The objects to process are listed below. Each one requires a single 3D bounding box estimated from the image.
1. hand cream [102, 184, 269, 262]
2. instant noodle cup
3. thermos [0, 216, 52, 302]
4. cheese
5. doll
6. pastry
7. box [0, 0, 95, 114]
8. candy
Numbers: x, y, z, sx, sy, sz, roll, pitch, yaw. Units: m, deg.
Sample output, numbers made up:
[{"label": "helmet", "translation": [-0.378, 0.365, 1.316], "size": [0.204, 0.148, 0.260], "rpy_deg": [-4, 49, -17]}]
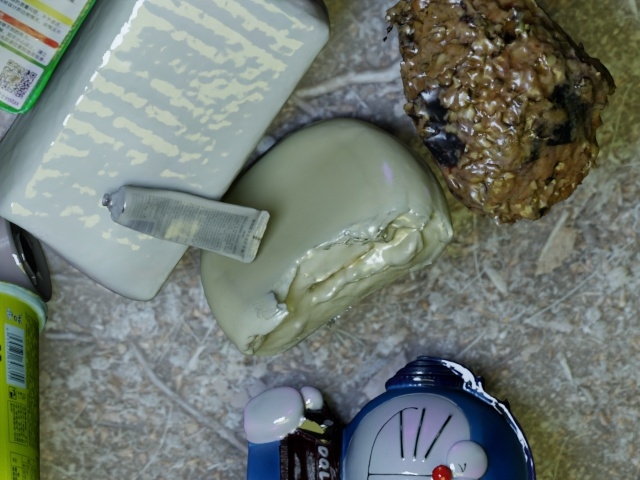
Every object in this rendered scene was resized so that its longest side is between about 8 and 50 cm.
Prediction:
[{"label": "hand cream", "translation": [-0.131, -0.020, 1.689], "size": [0.165, 0.037, 0.057], "rpy_deg": [14, 107, -24]}, {"label": "instant noodle cup", "translation": [-0.405, 0.190, 1.706], "size": [0.311, 0.221, 0.311], "rpy_deg": [-10, 158, -4]}, {"label": "thermos", "translation": [-0.379, 0.055, 1.809], "size": [0.193, 0.105, 0.137], "rpy_deg": [-22, 150, 5]}, {"label": "cheese", "translation": [0.000, 0.000, 1.782], "size": [0.266, 0.233, 0.127], "rpy_deg": [-37, 129, 12]}, {"label": "doll", "translation": [0.083, 0.272, 1.939], "size": [0.310, 0.284, 0.240], "rpy_deg": [-6, 164, 7]}, {"label": "pastry", "translation": [0.182, -0.154, 1.719], "size": [0.193, 0.275, 0.275], "rpy_deg": [-23, 120, 15]}, {"label": "box", "translation": [-0.300, -0.256, 1.654], "size": [0.180, 0.103, 0.250], "rpy_deg": [28, 110, -22]}, {"label": "candy", "translation": [-0.160, -0.131, 1.722], "size": [0.208, 0.145, 0.358], "rpy_deg": [29, 107, -23]}]
